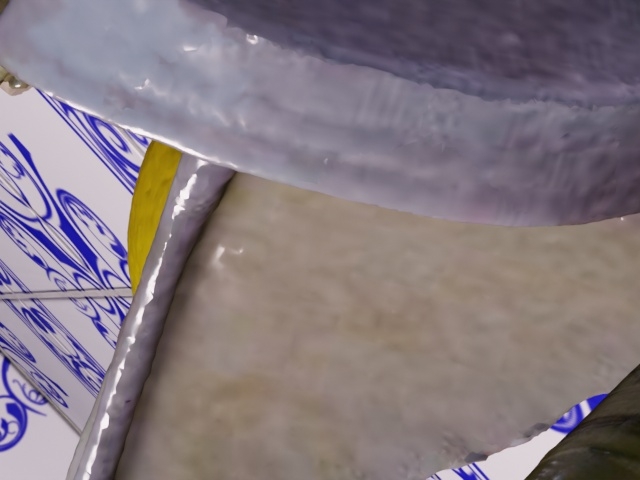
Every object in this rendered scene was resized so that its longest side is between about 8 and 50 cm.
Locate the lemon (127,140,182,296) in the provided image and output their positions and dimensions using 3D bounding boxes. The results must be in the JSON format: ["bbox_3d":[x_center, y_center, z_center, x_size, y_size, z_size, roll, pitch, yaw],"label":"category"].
[{"bbox_3d":[0.000,0.000,0.872,0.178,0.178,0.203,38,127,24],"label":"lemon"}]

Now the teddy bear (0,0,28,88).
[{"bbox_3d":[-0.123,-0.223,0.695,0.256,0.156,0.267,45,126,-1],"label":"teddy bear"}]

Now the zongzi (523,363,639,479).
[{"bbox_3d":[0.145,0.142,0.714,0.125,0.274,0.251,41,166,43],"label":"zongzi"}]

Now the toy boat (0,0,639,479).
[{"bbox_3d":[0.026,-0.005,0.718,0.293,0.276,0.111,89,177,-45],"label":"toy boat"}]

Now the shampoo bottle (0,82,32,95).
[{"bbox_3d":[-0.268,-0.205,1.249,0.257,0.078,0.127,45,166,4],"label":"shampoo bottle"}]
